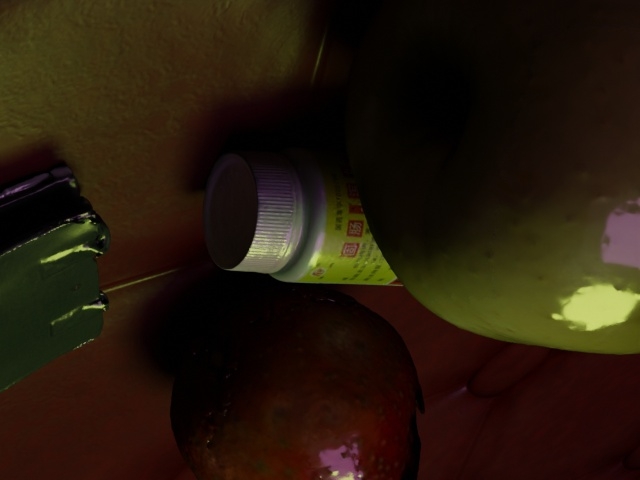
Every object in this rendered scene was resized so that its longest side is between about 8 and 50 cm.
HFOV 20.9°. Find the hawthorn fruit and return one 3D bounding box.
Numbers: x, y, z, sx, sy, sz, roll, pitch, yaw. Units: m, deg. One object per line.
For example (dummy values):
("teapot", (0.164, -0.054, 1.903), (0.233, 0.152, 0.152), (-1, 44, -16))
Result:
("hawthorn fruit", (-0.018, 0.195, 1.944), (0.316, 0.316, 0.316), (-25, 149, -16))

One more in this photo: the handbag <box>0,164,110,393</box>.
("handbag", (-0.326, 0.066, 1.671), (0.260, 0.079, 0.247), (-25, 151, -20))

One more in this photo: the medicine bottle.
("medicine bottle", (0.005, -0.025, 1.778), (0.225, 0.139, 0.139), (3, 135, -31))

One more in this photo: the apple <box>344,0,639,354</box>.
("apple", (0.259, -0.109, 1.615), (0.474, 0.473, 0.473), (-25, 149, -16))
